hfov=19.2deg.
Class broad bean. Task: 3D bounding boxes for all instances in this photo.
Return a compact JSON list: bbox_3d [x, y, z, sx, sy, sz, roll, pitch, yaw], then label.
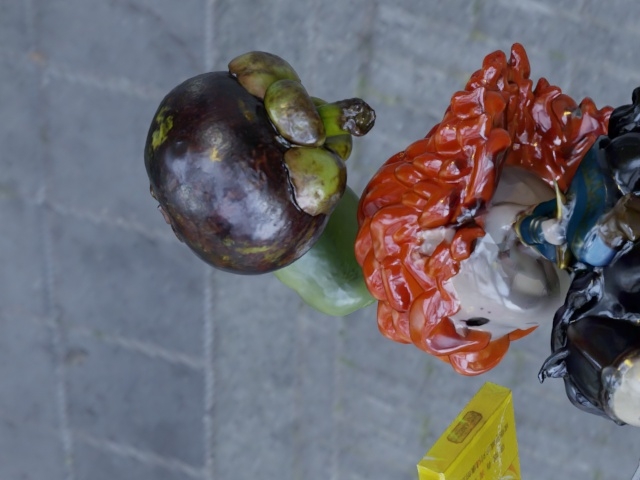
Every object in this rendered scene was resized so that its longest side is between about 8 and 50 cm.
[{"bbox_3d":[0.000,0.000,1.933,0.174,0.124,0.082,55,155,-20],"label":"broad bean"}]

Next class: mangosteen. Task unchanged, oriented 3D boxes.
[{"bbox_3d":[-0.049,-0.075,1.708,0.217,0.192,0.192,-28,117,12],"label":"mangosteen"}]

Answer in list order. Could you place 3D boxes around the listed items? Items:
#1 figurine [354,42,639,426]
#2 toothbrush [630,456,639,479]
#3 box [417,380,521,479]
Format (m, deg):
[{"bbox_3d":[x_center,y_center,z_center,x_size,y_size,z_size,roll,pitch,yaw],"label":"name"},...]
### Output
[{"bbox_3d":[0.212,0.003,1.666,0.412,0.241,0.306,26,124,45],"label":"figurine"},{"bbox_3d":[0.274,0.264,1.772,0.014,0.194,0.017,28,166,6],"label":"toothbrush"},{"bbox_3d":[0.176,0.307,2.141,0.043,0.152,0.269,18,137,33],"label":"box"}]
